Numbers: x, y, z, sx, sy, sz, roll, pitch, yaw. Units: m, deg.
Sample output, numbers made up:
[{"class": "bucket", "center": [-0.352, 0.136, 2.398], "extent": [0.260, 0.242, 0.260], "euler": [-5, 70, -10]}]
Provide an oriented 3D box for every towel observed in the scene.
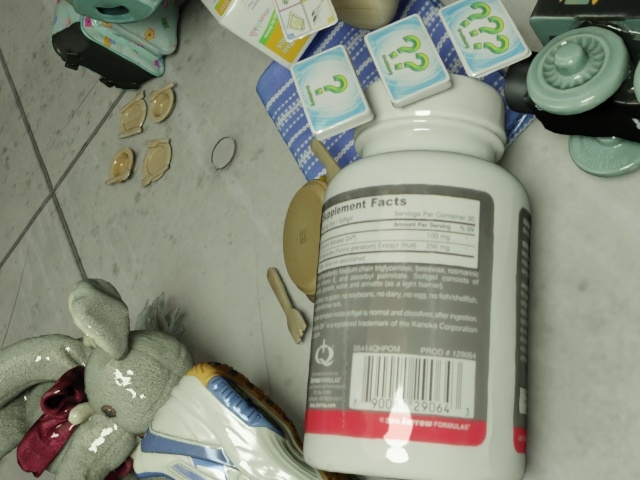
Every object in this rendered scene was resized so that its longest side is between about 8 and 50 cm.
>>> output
[{"class": "towel", "center": [0.055, -0.158, 0.864], "extent": [0.243, 0.040, 0.336], "euler": [-46, 49, 21]}]

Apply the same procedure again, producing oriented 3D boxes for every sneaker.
[{"class": "sneaker", "center": [-0.033, 0.242, 0.686], "extent": [0.296, 0.112, 0.131], "euler": [40, 90, 19]}]

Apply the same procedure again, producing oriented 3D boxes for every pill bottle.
[{"class": "pill bottle", "center": [0.084, 0.032, 0.659], "extent": [0.176, 0.176, 0.318], "euler": [-7, 71, 41]}]

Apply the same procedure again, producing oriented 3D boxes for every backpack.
[{"class": "backpack", "center": [-0.298, -0.342, 1.168], "extent": [0.144, 0.166, 0.188], "euler": [-23, 63, 33]}]

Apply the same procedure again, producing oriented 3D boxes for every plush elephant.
[{"class": "plush elephant", "center": [-0.218, 0.184, 0.820], "extent": [0.330, 0.272, 0.255], "euler": [-56, 14, -22]}]

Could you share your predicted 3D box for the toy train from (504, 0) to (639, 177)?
[{"class": "toy train", "center": [0.299, -0.142, 0.575], "extent": [0.334, 0.142, 0.190], "euler": [15, 75, 44]}]

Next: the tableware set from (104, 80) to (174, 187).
[{"class": "tableware set", "center": [-0.262, -0.152, 1.164], "extent": [0.141, 0.020, 0.169], "euler": [-12, 66, 39]}]

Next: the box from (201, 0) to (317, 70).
[{"class": "box", "center": [-0.069, -0.301, 0.953], "extent": [0.114, 0.103, 0.203], "euler": [-53, 31, 14]}]

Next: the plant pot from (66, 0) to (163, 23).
[{"class": "plant pot", "center": [-0.237, -0.476, 0.986], "extent": [0.341, 0.341, 0.334], "euler": [0, 58, 42]}]

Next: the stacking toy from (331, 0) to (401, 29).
[{"class": "stacking toy", "center": [0.110, -0.382, 0.819], "extent": [0.330, 0.141, 0.141], "euler": [-51, 45, -8]}]

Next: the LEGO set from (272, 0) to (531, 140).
[{"class": "LEGO set", "center": [0.044, -0.220, 0.661], "extent": [0.182, 0.060, 0.244], "euler": [-21, 61, 7]}]

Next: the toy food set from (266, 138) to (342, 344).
[{"class": "toy food set", "center": [0.000, 0.000, 0.837], "extent": [0.132, 0.038, 0.192], "euler": [61, 138, 47]}]
